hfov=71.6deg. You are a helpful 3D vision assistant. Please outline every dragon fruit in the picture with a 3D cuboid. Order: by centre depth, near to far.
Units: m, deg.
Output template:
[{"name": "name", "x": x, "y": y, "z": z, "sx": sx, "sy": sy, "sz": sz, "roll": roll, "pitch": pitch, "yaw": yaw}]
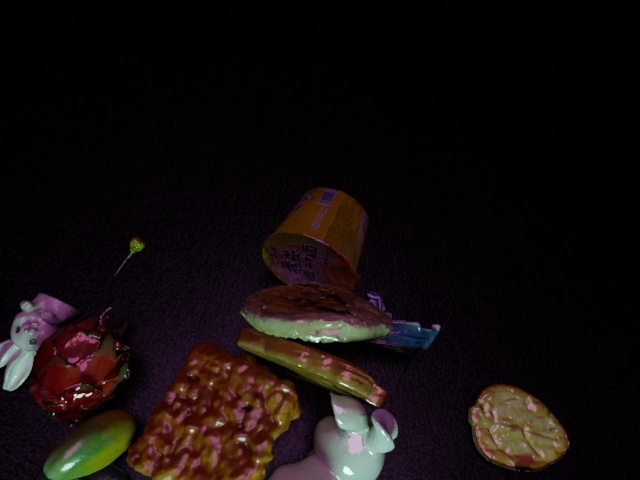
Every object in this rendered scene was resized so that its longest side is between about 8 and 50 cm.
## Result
[{"name": "dragon fruit", "x": -0.524, "y": 0.269, "z": 0.981, "sx": 0.193, "sy": 0.192, "sz": 0.273, "roll": 16, "pitch": 61, "yaw": -24}]

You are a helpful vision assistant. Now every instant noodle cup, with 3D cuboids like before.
[{"name": "instant noodle cup", "x": 0.000, "y": 0.000, "z": 1.171, "sx": 0.265, "sy": 0.264, "sz": 0.200, "roll": 22, "pitch": 54, "yaw": 3}]

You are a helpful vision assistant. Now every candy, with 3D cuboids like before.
[{"name": "candy", "x": -0.515, "y": 0.045, "z": 1.186, "sx": 0.035, "sy": 0.035, "sz": 0.122, "roll": 27, "pitch": 71, "yaw": 9}]

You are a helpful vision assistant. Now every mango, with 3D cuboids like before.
[{"name": "mango", "x": -0.468, "y": 0.421, "z": 0.918, "sx": 0.092, "sy": 0.130, "sz": 0.195, "roll": 38, "pitch": 27, "yaw": 19}]

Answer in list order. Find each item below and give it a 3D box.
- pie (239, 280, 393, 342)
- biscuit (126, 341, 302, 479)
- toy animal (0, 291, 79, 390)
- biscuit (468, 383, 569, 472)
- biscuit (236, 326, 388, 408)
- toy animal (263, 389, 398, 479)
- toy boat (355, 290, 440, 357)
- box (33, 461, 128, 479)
[{"name": "pie", "x": -0.006, "y": 0.153, "z": 0.981, "sx": 0.340, "sy": 0.339, "sz": 0.077, "roll": 7, "pitch": 97, "yaw": -5}, {"name": "biscuit", "x": -0.225, "y": 0.398, "z": 0.969, "sx": 0.318, "sy": 0.110, "sz": 0.312, "roll": 18, "pitch": 60, "yaw": 19}, {"name": "toy animal", "x": -0.676, "y": 0.228, "z": 1.017, "sx": 0.104, "sy": 0.131, "sz": 0.220, "roll": 34, "pitch": 66, "yaw": -7}, {"name": "biscuit", "x": 0.496, "y": 0.475, "z": 1.114, "sx": 0.260, "sy": 0.041, "sz": 0.202, "roll": 17, "pitch": 59, "yaw": -1}, {"name": "biscuit", "x": -0.009, "y": 0.279, "z": 0.974, "sx": 0.352, "sy": 0.312, "sz": 0.057, "roll": 3, "pitch": 62, "yaw": 43}, {"name": "toy animal", "x": 0.029, "y": 0.473, "z": 0.937, "sx": 0.310, "sy": 0.247, "sz": 0.183, "roll": -42, "pitch": 63, "yaw": -12}, {"name": "toy boat", "x": 0.153, "y": 0.208, "z": 1.141, "sx": 0.310, "sy": 0.129, "sz": 0.142, "roll": 10, "pitch": 77, "yaw": 3}, {"name": "box", "x": -0.520, "y": 0.558, "z": 0.916, "sx": 0.201, "sy": 0.042, "sz": 0.212, "roll": 23, "pitch": 62, "yaw": 1}]
